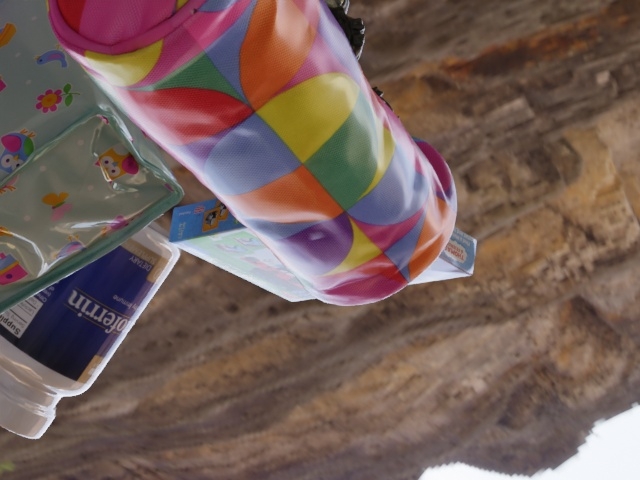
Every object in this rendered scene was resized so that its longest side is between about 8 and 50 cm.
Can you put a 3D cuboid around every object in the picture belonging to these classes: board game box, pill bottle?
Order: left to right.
[{"bbox_3d":[-0.283,0.073,1.507,0.153,0.153,0.265,35,-89,28],"label":"pill bottle"},{"bbox_3d":[0.000,0.000,1.175,0.211,0.160,0.039,-12,-119,42],"label":"board game box"}]

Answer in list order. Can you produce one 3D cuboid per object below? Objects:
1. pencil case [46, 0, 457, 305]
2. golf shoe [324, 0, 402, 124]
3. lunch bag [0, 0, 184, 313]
[{"bbox_3d":[-0.022,-0.062,0.603,0.104,0.236,0.104,-14,-126,20],"label":"pencil case"},{"bbox_3d":[0.011,-0.124,1.398,0.105,0.120,0.273,-7,-105,-18],"label":"golf shoe"},{"bbox_3d":[-0.284,-0.062,1.180,0.262,0.160,0.223,-35,-132,5],"label":"lunch bag"}]
